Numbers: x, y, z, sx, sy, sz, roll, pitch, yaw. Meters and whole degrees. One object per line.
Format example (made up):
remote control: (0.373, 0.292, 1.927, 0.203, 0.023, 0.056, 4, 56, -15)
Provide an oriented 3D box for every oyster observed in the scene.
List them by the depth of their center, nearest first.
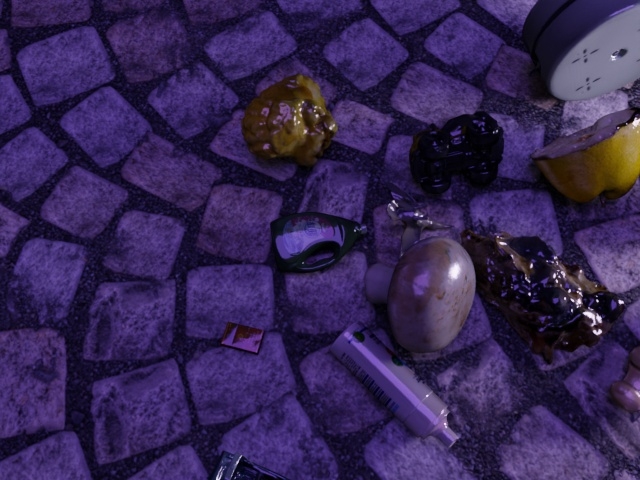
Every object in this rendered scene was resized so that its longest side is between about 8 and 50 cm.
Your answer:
oyster: (0.465, 0.078, 1.555, 0.221, 0.096, 0.361, -35, 73, -20)

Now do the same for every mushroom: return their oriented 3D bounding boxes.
mushroom: (0.191, 0.101, 1.489, 0.244, 0.243, 0.243, 0, 67, 1)

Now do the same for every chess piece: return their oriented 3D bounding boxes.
chess piece: (0.719, 0.238, 1.476, 0.307, 0.124, 0.138, -39, 104, -11)

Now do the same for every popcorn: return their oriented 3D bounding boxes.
popcorn: (-0.067, -0.263, 1.674, 0.200, 0.226, 0.203, -28, 109, 23)

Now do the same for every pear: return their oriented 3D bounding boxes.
pear: (0.622, -0.171, 1.621, 0.267, 0.267, 0.178, -30, 102, -12)

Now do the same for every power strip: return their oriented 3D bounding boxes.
power strip: (0.635, -0.478, 1.661, 0.358, 0.357, 0.161, -16, 67, -6)

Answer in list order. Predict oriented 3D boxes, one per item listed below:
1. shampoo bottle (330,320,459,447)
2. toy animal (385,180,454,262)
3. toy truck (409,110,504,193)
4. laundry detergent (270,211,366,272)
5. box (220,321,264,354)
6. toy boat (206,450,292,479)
shampoo bottle: (0.155, 0.295, 1.461, 0.092, 0.092, 0.303, -42, 72, -16)
toy animal: (0.220, -0.041, 1.604, 0.155, 0.095, 0.219, 0, 68, 6)
toy truck: (0.303, -0.217, 1.665, 0.224, 0.147, 0.165, -15, 44, -3)
laundry detergent: (0.000, 0.000, 1.608, 0.211, 0.063, 0.137, -8, 70, -5)
box: (-0.164, 0.207, 1.540, 0.082, 0.023, 0.051, 14, 67, 6)
toy boat: (-0.101, 0.482, 1.382, 0.246, 0.103, 0.093, 23, 45, 5)
